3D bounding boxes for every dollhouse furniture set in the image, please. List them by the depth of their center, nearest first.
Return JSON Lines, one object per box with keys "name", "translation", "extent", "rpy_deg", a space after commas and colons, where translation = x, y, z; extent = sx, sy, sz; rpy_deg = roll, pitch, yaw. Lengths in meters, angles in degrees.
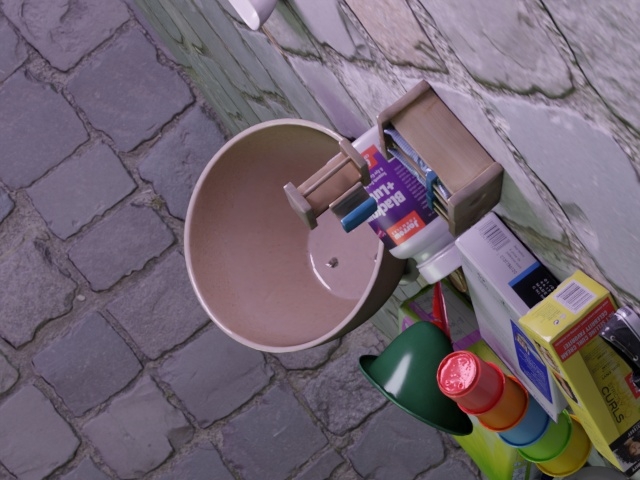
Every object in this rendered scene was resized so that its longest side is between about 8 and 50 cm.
{"name": "dollhouse furniture set", "translation": [0.079, -0.047, 1.499], "extent": [0.129, 0.184, 0.129], "rpy_deg": [51, 175, 15]}

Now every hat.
{"name": "hat", "translation": [0.163, 0.129, 1.906], "extent": [0.208, 0.183, 0.173], "rpy_deg": [38, -167, 26]}

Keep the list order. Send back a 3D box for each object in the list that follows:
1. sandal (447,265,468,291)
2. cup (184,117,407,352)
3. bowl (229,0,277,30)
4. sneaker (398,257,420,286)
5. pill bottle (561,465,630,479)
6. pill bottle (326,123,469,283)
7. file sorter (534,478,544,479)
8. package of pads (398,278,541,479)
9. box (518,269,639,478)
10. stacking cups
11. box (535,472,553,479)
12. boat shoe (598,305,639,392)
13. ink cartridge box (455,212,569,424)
{"name": "sandal", "translation": [0.168, -0.002, 1.847], "extent": [0.072, 0.049, 0.180], "rpy_deg": [61, -175, -31]}
{"name": "cup", "translation": [0.000, 0.000, 2.096], "extent": [0.331, 0.331, 0.237], "rpy_deg": [50, -161, 23]}
{"name": "bowl", "translation": [-0.103, -0.342, 1.812], "extent": [0.142, 0.053, 0.142], "rpy_deg": [52, 175, -5]}
{"name": "sneaker", "translation": [0.059, -0.045, 2.301], "extent": [0.305, 0.114, 0.152], "rpy_deg": [49, 162, -21]}
{"name": "pill bottle", "translation": [0.407, 0.444, 2.081], "extent": [0.124, 0.124, 0.221], "rpy_deg": [47, 157, 45]}
{"name": "pill bottle", "translation": [0.104, -0.046, 1.713], "extent": [0.193, 0.108, 0.108], "rpy_deg": [52, 175, -2]}
{"name": "file sorter", "translation": [0.380, 0.513, 2.343], "extent": [0.193, 0.173, 0.277], "rpy_deg": [7, 158, 17]}
{"name": "package of pads", "translation": [0.239, 0.223, 2.206], "extent": [0.296, 0.101, 0.229], "rpy_deg": [48, 158, 29]}
{"name": "box", "translation": [0.294, 0.141, 1.474], "extent": [0.232, 0.087, 0.058], "rpy_deg": [57, 171, -34]}
{"name": "stacking cups", "translation": [0.261, 0.223, 1.919], "extent": [0.316, 0.096, 0.096], "rpy_deg": [40, -175, -46]}
{"name": "box", "translation": [0.326, 0.344, 2.355], "extent": [0.137, 0.072, 0.126], "rpy_deg": [38, 158, 4]}
{"name": "boat shoe", "translation": [0.320, 0.129, 1.386], "extent": [0.142, 0.040, 0.049], "rpy_deg": [53, 175, -11]}
{"name": "ink cartridge box", "translation": [0.249, 0.102, 1.715], "extent": [0.165, 0.065, 0.332], "rpy_deg": [50, 173, 24]}
